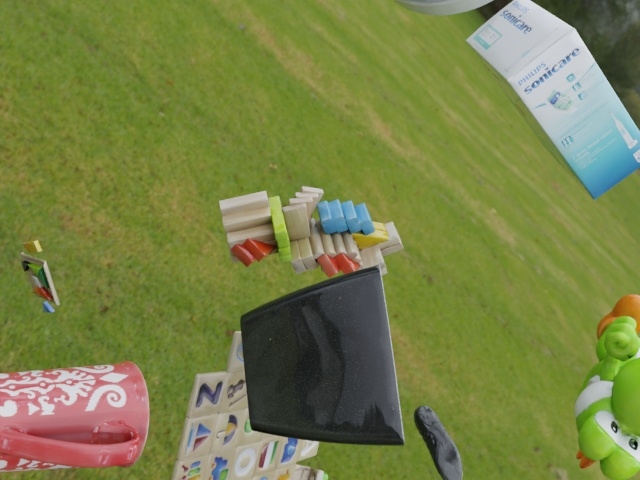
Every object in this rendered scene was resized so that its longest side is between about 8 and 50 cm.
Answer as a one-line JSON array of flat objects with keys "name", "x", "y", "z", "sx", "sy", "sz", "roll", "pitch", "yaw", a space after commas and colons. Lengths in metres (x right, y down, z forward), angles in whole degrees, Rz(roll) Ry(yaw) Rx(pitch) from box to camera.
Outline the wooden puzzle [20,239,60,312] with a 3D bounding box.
[{"name": "wooden puzzle", "x": -0.388, "y": 0.052, "z": 0.951, "sx": 0.014, "sy": 0.078, "sz": 0.117, "roll": -31, "pitch": 116, "yaw": -39}]

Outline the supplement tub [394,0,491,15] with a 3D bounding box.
[{"name": "supplement tub", "x": 0.054, "y": -0.297, "z": 0.474, "sx": 0.272, "sy": 0.191, "sz": 0.191, "roll": 24, "pitch": 34, "yaw": -58}]

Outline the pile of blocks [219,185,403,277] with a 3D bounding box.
[{"name": "pile of blocks", "x": 0.000, "y": 0.000, "z": 1.217, "sx": 0.361, "sy": 0.149, "sz": 0.113, "roll": 4, "pitch": 49, "yaw": -22}]

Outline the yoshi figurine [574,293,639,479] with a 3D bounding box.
[{"name": "yoshi figurine", "x": 0.476, "y": 0.202, "z": 1.001, "sx": 0.203, "sy": 0.203, "sz": 0.362, "roll": 9, "pitch": 22, "yaw": 28}]

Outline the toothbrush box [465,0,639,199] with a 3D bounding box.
[{"name": "toothbrush box", "x": 0.404, "y": -0.245, "z": 1.180, "sx": 0.295, "sy": 0.126, "sz": 0.216, "roll": 43, "pitch": 17, "yaw": -30}]

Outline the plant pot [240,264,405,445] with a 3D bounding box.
[{"name": "plant pot", "x": 0.003, "y": 0.146, "z": 0.809, "sx": 0.187, "sy": 0.166, "sz": 0.188, "roll": 61, "pitch": 20, "yaw": -77}]

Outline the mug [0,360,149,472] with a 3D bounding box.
[{"name": "mug", "x": -0.266, "y": 0.176, "z": 0.695, "sx": 0.169, "sy": 0.150, "sz": 0.113, "roll": 7, "pitch": 68, "yaw": -38}]

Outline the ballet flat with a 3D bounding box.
[{"name": "ballet flat", "x": 0.244, "y": 0.421, "z": 1.426, "sx": 0.057, "sy": 0.049, "sz": 0.173, "roll": -19, "pitch": 65, "yaw": -10}]

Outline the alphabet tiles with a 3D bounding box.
[{"name": "alphabet tiles", "x": -0.084, "y": 0.268, "z": 1.029, "sx": 0.011, "sy": 0.285, "sz": 0.342, "roll": 15, "pitch": 4, "yaw": 34}]

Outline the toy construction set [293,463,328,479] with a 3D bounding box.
[{"name": "toy construction set", "x": -0.064, "y": 0.380, "z": 1.363, "sx": 0.237, "sy": 0.309, "sz": 0.258, "roll": 23, "pitch": 44, "yaw": -11}]
